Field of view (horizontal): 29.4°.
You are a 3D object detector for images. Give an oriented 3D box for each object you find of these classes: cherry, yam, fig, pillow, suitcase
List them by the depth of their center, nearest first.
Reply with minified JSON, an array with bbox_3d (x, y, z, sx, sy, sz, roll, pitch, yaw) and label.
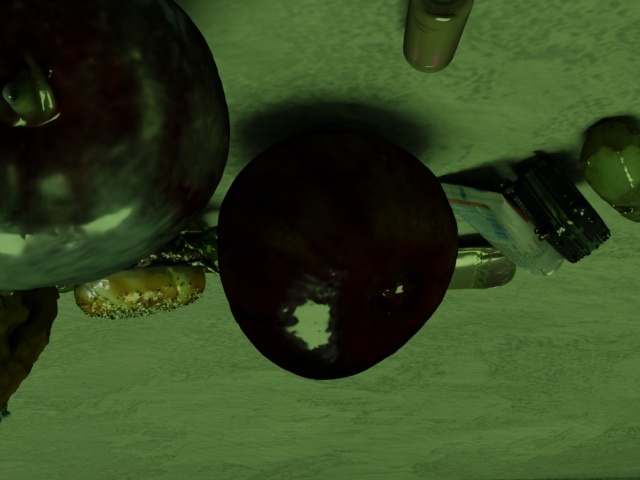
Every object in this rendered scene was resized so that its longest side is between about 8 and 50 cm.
[{"bbox_3d":[-0.190,-0.072,0.818,0.255,0.218,0.296,-8,167,-11],"label":"cherry"},{"bbox_3d":[0.007,0.009,1.114,0.214,0.235,0.235,30,170,19],"label":"fig"},{"bbox_3d":[0.295,-0.062,1.178,0.070,0.069,0.146,-14,160,26],"label":"yam"},{"bbox_3d":[0.240,-0.030,1.230,0.059,0.086,0.126,-38,152,12],"label":"suitcase"},{"bbox_3d":[0.123,0.033,1.463,0.233,0.038,0.130,-1,158,-2],"label":"pillow"}]

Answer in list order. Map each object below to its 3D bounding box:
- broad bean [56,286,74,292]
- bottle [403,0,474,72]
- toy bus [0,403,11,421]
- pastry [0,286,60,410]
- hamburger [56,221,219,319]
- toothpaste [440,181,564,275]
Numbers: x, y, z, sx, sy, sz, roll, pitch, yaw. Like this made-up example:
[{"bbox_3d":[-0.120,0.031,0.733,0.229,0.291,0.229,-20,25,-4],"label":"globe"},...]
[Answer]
[{"bbox_3d":[-0.302,0.041,1.388,0.063,0.045,0.083,1,168,-10],"label":"broad bean"},{"bbox_3d":[0.083,-0.158,0.890,0.045,0.045,0.096,-3,162,-3],"label":"bottle"},{"bbox_3d":[-0.482,0.169,1.598,0.121,0.119,0.265,-4,161,-2],"label":"toy bus"},{"bbox_3d":[-0.317,0.094,1.015,0.235,0.132,0.240,-38,-156,-6],"label":"pastry"},{"bbox_3d":[-0.182,0.031,1.269,0.190,0.093,0.164,-13,175,12],"label":"hamburger"},{"bbox_3d":[0.199,-0.016,1.314,0.089,0.057,0.234,12,170,34],"label":"toothpaste"}]
